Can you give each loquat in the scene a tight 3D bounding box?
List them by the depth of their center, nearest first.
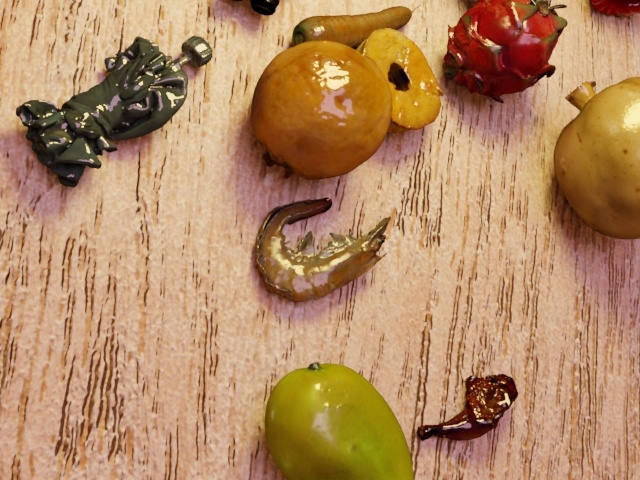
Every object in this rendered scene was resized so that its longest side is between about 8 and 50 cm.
[{"bbox_3d":[0.000,-0.211,1.457,0.238,0.193,0.238,0,88,-12],"label":"loquat"}]

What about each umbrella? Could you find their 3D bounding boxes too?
[{"bbox_3d":[-0.293,-0.223,1.378,0.349,0.094,0.143,-41,98,-32],"label":"umbrella"}]

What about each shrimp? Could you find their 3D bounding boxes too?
[{"bbox_3d":[0.000,0.001,1.477,0.253,0.058,0.173,-36,83,-29],"label":"shrimp"}]

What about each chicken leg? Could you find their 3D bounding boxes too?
[{"bbox_3d":[0.253,0.286,1.510,0.093,0.053,0.205,41,51,17],"label":"chicken leg"}]

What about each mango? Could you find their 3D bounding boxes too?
[{"bbox_3d":[0.034,0.298,1.340,0.273,0.149,0.185,43,53,-15],"label":"mango"}]

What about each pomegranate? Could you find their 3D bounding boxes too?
[{"bbox_3d":[0.572,-0.162,1.679,0.319,0.319,0.319,8,70,-24],"label":"pomegranate"}]

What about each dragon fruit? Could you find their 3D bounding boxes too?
[{"bbox_3d":[0.350,-0.366,1.674,0.274,0.193,0.192,-27,95,-2],"label":"dragon fruit"}]

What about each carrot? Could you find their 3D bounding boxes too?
[{"bbox_3d":[0.078,-0.383,1.628,0.298,0.078,0.078,-23,85,-33],"label":"carrot"}]

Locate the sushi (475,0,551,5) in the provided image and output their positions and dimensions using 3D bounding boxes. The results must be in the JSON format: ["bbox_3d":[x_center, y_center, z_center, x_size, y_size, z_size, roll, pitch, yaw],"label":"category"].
[{"bbox_3d":[0.400,-0.543,1.734,0.264,0.290,0.050,-30,44,-30],"label":"sushi"}]

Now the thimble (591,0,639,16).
[{"bbox_3d":[0.651,-0.560,1.911,0.189,0.163,0.125,7,70,-39],"label":"thimble"}]

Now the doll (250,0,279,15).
[{"bbox_3d":[-0.083,-0.515,1.560,0.182,0.117,0.257,22,66,-20],"label":"doll"}]

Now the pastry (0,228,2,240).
[{"bbox_3d":[-0.593,-0.047,1.084,0.409,0.245,0.410,6,74,-22],"label":"pastry"}]

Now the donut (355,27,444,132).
[{"bbox_3d":[0.124,-0.274,1.599,0.174,0.074,0.190,-40,100,-36],"label":"donut"}]
